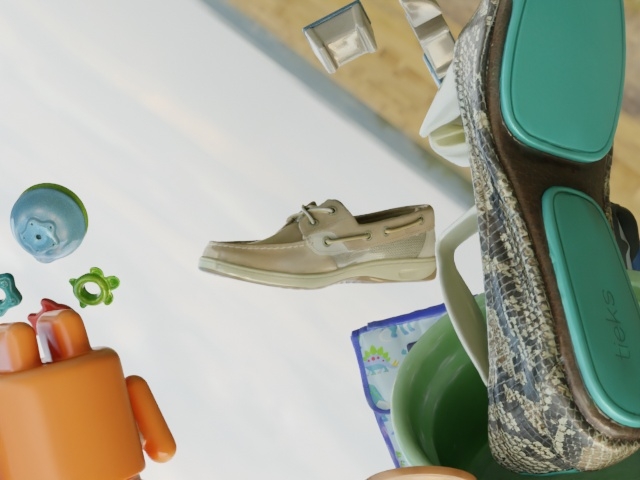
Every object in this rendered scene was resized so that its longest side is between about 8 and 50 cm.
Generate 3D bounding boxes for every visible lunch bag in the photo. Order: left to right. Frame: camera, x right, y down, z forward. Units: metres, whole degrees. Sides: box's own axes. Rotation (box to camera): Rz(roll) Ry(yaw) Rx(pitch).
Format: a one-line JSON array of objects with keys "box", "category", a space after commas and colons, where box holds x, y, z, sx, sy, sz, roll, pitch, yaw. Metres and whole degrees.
[{"box": [0.111, 0.134, 1.687, 0.096, 0.128, 0.151, -75, -34, -71], "category": "lunch bag"}]

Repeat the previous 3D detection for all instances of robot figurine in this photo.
[{"box": [-0.211, 0.169, 1.494, 0.158, 0.128, 0.219, -17, -86, -64], "category": "robot figurine"}]

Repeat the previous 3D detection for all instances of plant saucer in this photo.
[{"box": [0.071, 0.180, 1.293, 0.083, 0.083, 0.013, 32, -131, -50], "category": "plant saucer"}]

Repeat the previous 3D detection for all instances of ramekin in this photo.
[{"box": [0.219, 0.172, 1.504, 0.303, 0.303, 0.148, 42, 152, 49], "category": "ramekin"}]

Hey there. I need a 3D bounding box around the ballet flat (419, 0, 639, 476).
[{"box": [0.163, -0.039, 1.479, 0.164, 0.182, 0.483, 16, -119, -39], "category": "ballet flat"}]

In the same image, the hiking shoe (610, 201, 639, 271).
[{"box": [0.334, 0.104, 1.865, 0.132, 0.304, 0.113, -13, -176, -31], "category": "hiking shoe"}]

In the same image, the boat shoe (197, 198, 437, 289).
[{"box": [0.000, 0.000, 2.031, 0.302, 0.098, 0.109, -1, -173, -30], "category": "boat shoe"}]

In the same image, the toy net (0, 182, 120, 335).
[{"box": [-0.291, 0.049, 1.588, 0.122, 0.232, 0.045, 55, -163, -16], "category": "toy net"}]

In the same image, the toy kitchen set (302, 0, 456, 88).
[{"box": [0.092, -0.231, 2.307, 0.207, 0.166, 0.122, 59, -174, -36], "category": "toy kitchen set"}]
